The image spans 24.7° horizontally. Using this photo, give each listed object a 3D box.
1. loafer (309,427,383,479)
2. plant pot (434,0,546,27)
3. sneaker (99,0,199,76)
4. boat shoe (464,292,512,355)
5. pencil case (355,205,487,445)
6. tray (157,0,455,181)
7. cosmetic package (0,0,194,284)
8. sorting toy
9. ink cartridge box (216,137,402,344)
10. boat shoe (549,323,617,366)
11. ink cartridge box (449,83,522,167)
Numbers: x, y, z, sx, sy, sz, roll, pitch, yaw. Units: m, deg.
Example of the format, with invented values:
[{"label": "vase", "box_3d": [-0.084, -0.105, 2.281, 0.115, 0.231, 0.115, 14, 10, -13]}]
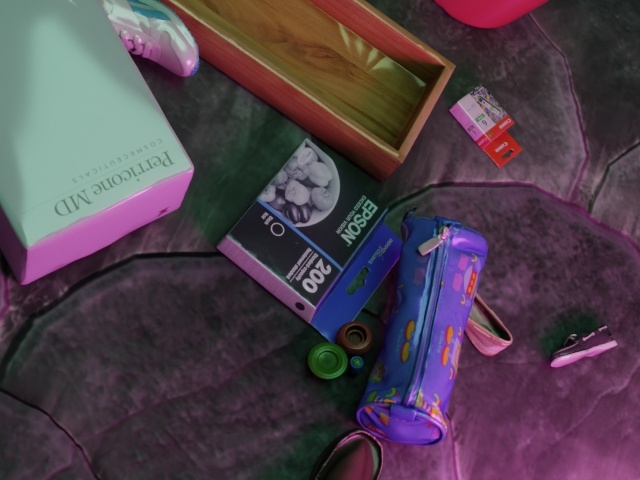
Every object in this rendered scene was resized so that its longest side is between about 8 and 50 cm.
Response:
[{"label": "loafer", "box_3d": [0.022, 0.319, 1.788, 0.080, 0.078, 0.220, 36, 57, -7]}, {"label": "plant pot", "box_3d": [0.282, -0.459, 2.180, 0.275, 0.243, 0.274, 11, 62, -22]}, {"label": "sneaker", "box_3d": [-0.261, -0.286, 1.940, 0.229, 0.087, 0.092, 38, 63, 3]}, {"label": "boat shoe", "box_3d": [0.202, 0.090, 2.000, 0.056, 0.048, 0.153, -35, 85, -34]}, {"label": "pencil case", "box_3d": [0.134, 0.109, 1.891, 0.119, 0.133, 0.306, 11, 67, 9]}, {"label": "tray", "box_3d": [-0.028, -0.280, 2.050, 0.411, 0.076, 0.202, 35, 56, -8]}, {"label": "cosmetic package", "box_3d": [-0.366, -0.204, 1.775, 0.230, 0.161, 0.453, -28, 81, -20]}, {"label": "sorting toy", "box_3d": [0.030, 0.151, 1.899, 0.102, 0.042, 0.061, -39, 71, -22]}, {"label": "ink cartridge box", "box_3d": [0.000, 0.000, 1.949, 0.208, 0.045, 0.206, 41, 56, -6]}, {"label": "boat shoe", "box_3d": [0.365, 0.147, 2.054, 0.125, 0.046, 0.038, -14, 74, -33]}, {"label": "ink cartridge box", "box_3d": [0.250, -0.169, 2.157, 0.063, 0.029, 0.115, -38, 86, -34]}]
